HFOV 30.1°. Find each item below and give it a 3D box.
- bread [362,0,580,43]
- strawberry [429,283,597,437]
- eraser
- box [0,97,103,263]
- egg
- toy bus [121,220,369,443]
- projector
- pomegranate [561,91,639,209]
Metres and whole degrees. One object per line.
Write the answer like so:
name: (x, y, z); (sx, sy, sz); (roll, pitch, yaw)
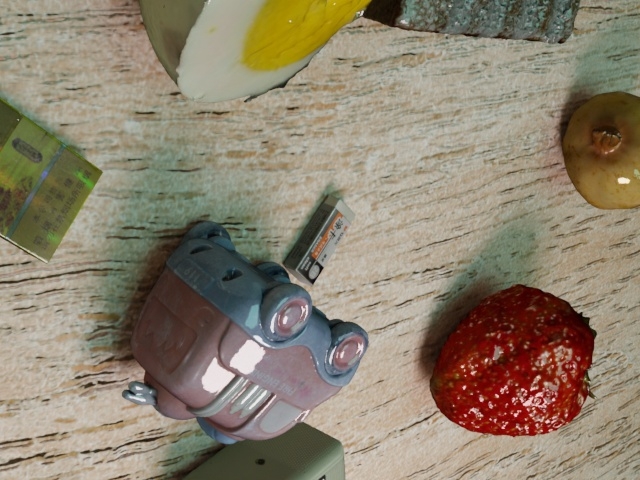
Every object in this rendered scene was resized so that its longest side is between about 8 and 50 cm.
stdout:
bread: (0.228, -0.371, 1.679); (0.417, 0.113, 0.165); (-7, 110, -46)
strawberry: (0.306, 0.206, 1.962); (0.277, 0.257, 0.257); (-13, 118, -26)
eraser: (0.000, 0.000, 1.656); (0.122, 0.029, 0.052); (-58, 140, -11)
box: (-0.328, -0.069, 1.252); (0.193, 0.030, 0.121); (40, 76, -50)
egg: (-0.078, -0.312, 1.279); (0.337, 0.201, 0.337); (-37, 165, -12)
toy bus: (-0.104, 0.137, 1.489); (0.232, 0.197, 0.294); (-54, 141, -1)
projector: (-0.084, 0.378, 1.638); (0.242, 0.163, 0.177); (-32, 129, -41)
pomegranate: (0.511, -0.151, 2.044); (0.207, 0.207, 0.207); (-24, 124, -41)
